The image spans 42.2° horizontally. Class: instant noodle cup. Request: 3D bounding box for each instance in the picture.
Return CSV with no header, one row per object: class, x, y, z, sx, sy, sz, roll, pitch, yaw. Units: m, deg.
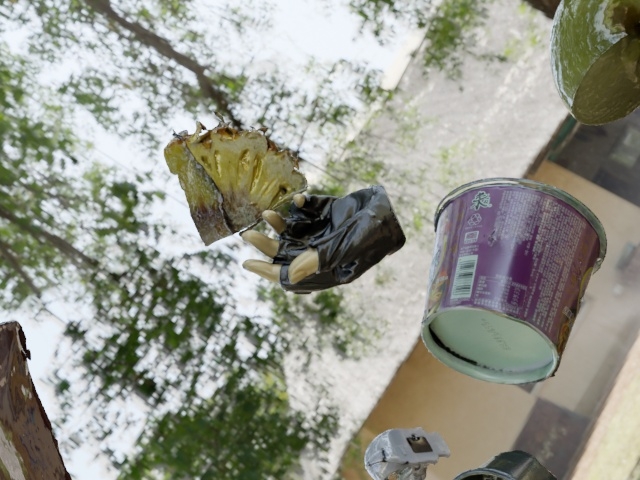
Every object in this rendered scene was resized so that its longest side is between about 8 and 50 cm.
instant noodle cup,0.340,0.093,1.521,0.340,0.339,0.266,94,-166,-56

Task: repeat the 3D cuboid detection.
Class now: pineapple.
pineapple,-0.135,-0.084,1.252,0.236,0.114,0.186,15,-115,-35

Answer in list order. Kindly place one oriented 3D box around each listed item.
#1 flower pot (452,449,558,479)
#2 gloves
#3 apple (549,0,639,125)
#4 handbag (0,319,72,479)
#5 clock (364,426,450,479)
flower pot,0.265,0.368,1.156,0.107,0.157,0.157,-22,-39,-51
gloves,0.000,0.000,1.053,0.203,0.124,0.164,-22,23,5
apple,0.467,-0.264,1.138,0.254,0.292,0.292,10,-68,-54
handbag,-0.267,0.204,0.654,0.084,0.260,0.275,-19,1,-5
clock,0.143,0.410,1.524,0.176,0.080,0.117,9,-53,-42
